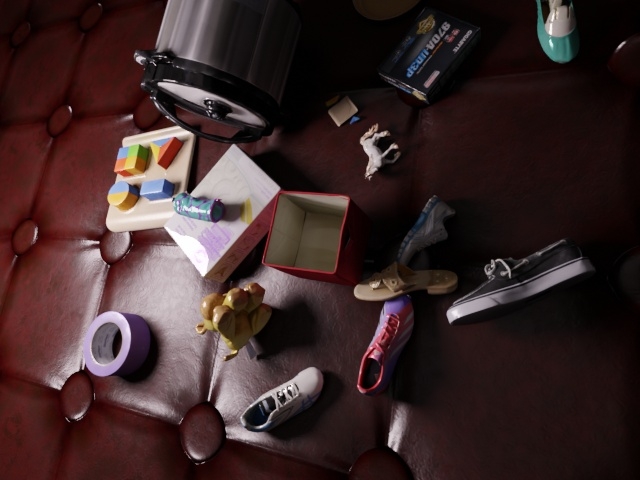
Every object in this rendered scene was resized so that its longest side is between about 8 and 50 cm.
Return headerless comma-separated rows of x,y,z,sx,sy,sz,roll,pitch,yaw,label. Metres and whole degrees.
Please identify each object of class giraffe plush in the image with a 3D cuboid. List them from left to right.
-0.248,0.200,1.131,0.170,0.181,0.210,21,119,37,giraffe plush

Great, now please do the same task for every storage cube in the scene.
0.000,0.000,1.041,0.214,0.193,0.184,6,78,26,storage cube

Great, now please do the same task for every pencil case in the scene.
-0.340,-0.094,1.180,0.151,0.064,0.070,14,97,26,pencil case

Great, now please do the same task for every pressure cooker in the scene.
-0.272,-0.489,1.173,0.369,0.375,0.421,15,90,17,pressure cooker

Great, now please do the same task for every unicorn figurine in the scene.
0.152,-0.228,1.122,0.111,0.060,0.162,-31,50,13,unicorn figurine

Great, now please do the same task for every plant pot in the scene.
0.211,-0.745,1.251,0.236,0.032,0.237,-7,72,22,plant pot

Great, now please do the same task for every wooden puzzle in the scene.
-0.582,-0.213,1.416,0.322,0.080,0.348,-5,74,22,wooden puzzle
0.065,-0.373,1.220,0.078,0.014,0.116,-32,65,17,wooden puzzle

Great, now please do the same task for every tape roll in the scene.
-0.617,0.313,1.283,0.188,0.080,0.189,-6,73,21,tape roll

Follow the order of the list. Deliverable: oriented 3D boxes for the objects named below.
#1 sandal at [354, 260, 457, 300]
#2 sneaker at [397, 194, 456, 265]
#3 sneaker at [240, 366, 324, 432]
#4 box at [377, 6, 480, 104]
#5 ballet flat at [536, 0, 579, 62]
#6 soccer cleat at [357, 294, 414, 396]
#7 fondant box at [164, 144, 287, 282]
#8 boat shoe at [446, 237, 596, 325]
0.191,0.078,0.977,0.239,0.079,0.088,-5,36,13,sandal
0.254,-0.010,1.006,0.082,0.071,0.191,33,92,18,sneaker
-0.091,0.392,1.031,0.237,0.086,0.085,-38,63,8,sneaker
0.287,-0.498,1.137,0.175,0.051,0.220,41,93,27,box
0.562,-0.547,1.012,0.083,0.087,0.248,-8,73,21,ballet flat
0.149,0.234,0.965,0.083,0.095,0.248,18,84,27,soccer cleat
-0.269,-0.080,1.235,0.330,0.096,0.238,-49,63,5,fondant box
0.401,0.083,0.891,0.306,0.113,0.105,-27,60,12,boat shoe
